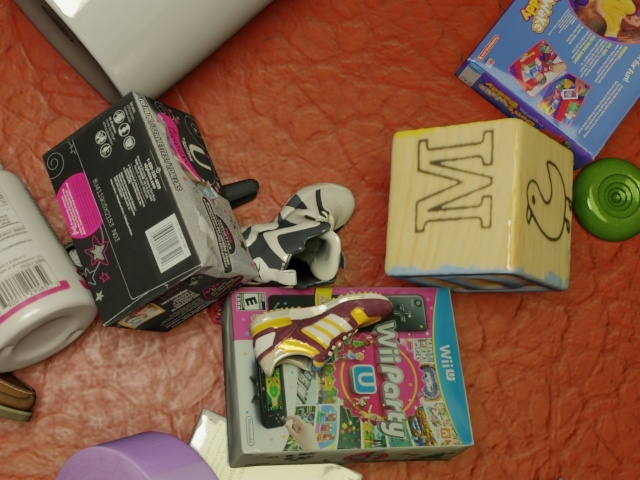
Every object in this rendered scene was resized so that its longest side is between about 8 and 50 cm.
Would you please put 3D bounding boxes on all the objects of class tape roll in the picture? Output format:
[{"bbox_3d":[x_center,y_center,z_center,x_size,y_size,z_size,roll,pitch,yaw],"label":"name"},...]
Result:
[{"bbox_3d":[-0.216,0.375,1.243,0.090,0.275,0.275,-6,80,-47],"label":"tape roll"}]

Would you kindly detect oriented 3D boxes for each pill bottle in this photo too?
[{"bbox_3d":[-0.419,0.012,1.309,0.160,0.160,0.283,-32,73,-11],"label":"pill bottle"}]

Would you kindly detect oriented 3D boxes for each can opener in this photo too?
[{"bbox_3d":[-0.172,-0.048,1.421,0.186,0.059,0.073,-17,83,-10],"label":"can opener"}]

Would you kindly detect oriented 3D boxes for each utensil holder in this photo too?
[{"bbox_3d":[-0.206,-0.398,1.343,0.385,0.327,0.327,-43,89,-9],"label":"utensil holder"}]

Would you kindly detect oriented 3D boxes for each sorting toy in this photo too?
[{"bbox_3d":[0.466,-0.076,1.481,0.365,0.126,0.127,-17,84,-11],"label":"sorting toy"}]

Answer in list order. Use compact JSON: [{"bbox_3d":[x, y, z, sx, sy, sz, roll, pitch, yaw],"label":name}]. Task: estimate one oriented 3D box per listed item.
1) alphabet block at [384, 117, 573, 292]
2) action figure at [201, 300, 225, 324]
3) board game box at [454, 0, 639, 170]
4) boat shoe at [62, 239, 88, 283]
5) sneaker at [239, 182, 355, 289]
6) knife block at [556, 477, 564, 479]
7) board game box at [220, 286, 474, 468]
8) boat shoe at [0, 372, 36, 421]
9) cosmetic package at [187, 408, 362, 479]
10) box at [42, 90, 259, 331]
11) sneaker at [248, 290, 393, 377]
[{"bbox_3d":[0.214,-0.038,1.374,0.193,0.192,0.197,-2,80,34],"label":"alphabet block"},{"bbox_3d":[-0.111,0.103,1.423,0.115,0.030,0.038,7,85,-5],"label":"action figure"},{"bbox_3d":[0.399,-0.312,1.531,0.233,0.078,0.347,39,78,0],"label":"board game box"},{"bbox_3d":[-0.258,0.049,1.390,0.206,0.065,0.075,19,79,-5],"label":"boat shoe"},{"bbox_3d":[0.000,0.000,1.358,0.235,0.153,0.094,-23,120,-42],"label":"sneaker"},{"bbox_3d":[0.238,0.430,1.389,0.276,0.088,0.242,11,79,-6],"label":"knife block"},{"bbox_3d":[0.030,0.176,1.350,0.303,0.097,0.224,1,65,-16],"label":"board game box"},{"bbox_3d":[-0.494,0.127,1.322,0.307,0.111,0.104,28,80,-3],"label":"boat shoe"},{"bbox_3d":[-0.072,0.320,1.365,0.231,0.085,0.117,22,78,-3],"label":"cosmetic package"},{"bbox_3d":[-0.210,-0.032,1.287,0.163,0.142,0.247,-31,71,19],"label":"box"},{"bbox_3d":[0.008,0.122,1.281,0.185,0.069,0.084,-12,65,-10],"label":"sneaker"}]
